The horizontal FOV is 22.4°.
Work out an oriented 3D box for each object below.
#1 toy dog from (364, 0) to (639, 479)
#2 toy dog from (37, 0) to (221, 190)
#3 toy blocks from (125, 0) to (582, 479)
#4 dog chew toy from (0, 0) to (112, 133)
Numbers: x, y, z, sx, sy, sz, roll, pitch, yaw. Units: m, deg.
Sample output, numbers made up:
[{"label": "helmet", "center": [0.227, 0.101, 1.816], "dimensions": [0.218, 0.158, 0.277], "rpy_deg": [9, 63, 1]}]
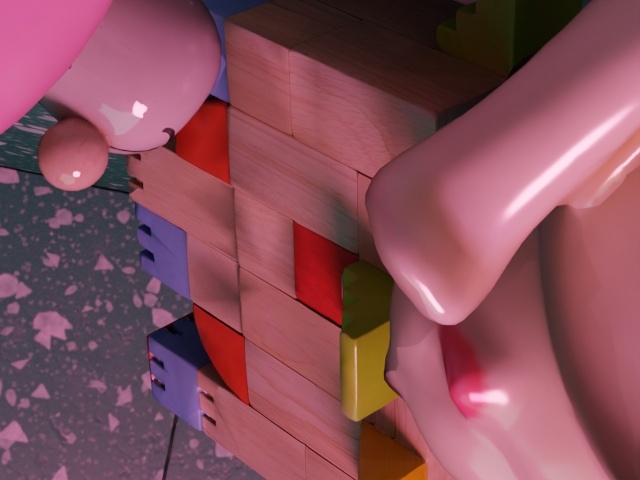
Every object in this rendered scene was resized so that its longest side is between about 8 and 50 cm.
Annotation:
[{"label": "toy dog", "center": [0.188, -0.001, 0.565], "dimensions": [0.395, 0.284, 0.408], "rpy_deg": [-30, -172, -33]}, {"label": "toy dog", "center": [-0.207, -0.094, 0.552], "dimensions": [0.334, 0.161, 0.220], "rpy_deg": [20, 161, 2]}, {"label": "toy blocks", "center": [0.000, 0.000, 0.875], "dimensions": [0.191, 0.381, 0.261], "rpy_deg": [-27, -140, -34]}, {"label": "dog chew toy", "center": [-0.202, -0.065, 0.339], "dimensions": [0.332, 0.206, 0.206], "rpy_deg": [-32, -168, -19]}]
